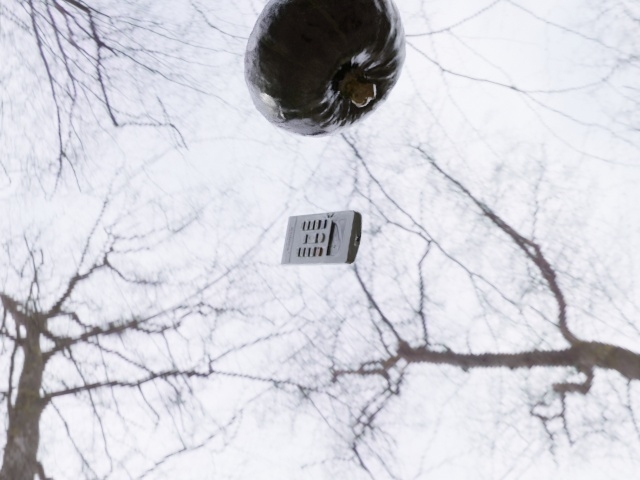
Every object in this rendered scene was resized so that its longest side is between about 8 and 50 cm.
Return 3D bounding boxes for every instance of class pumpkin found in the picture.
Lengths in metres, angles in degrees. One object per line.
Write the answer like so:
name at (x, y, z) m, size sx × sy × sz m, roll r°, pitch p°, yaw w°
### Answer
pumpkin at (0.008, -0.176, 1.016) m, size 0.167 × 0.125 × 0.167 m, roll -24°, pitch -56°, yaw -42°

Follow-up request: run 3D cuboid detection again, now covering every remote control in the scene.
remote control at (0.000, 0.000, 1.206) m, size 0.029 × 0.162 × 0.061 m, roll 12°, pitch -97°, yaw -30°
